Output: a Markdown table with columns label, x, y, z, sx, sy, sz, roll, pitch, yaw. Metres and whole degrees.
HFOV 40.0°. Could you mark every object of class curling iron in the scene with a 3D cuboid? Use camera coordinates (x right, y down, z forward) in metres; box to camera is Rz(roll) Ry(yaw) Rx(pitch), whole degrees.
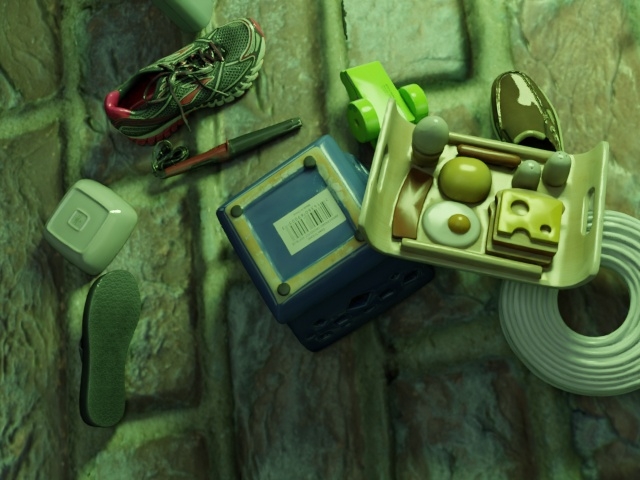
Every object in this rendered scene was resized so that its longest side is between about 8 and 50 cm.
| label | x | y | z | sx | sy | sz | roll | pitch | yaw |
| --- | --- | --- | --- | --- | --- | --- | --- | --- | --- |
| curling iron | -0.162 | -0.162 | 1.469 | 0.274 | 0.035 | 0.068 | -15 | 73 | 12 |

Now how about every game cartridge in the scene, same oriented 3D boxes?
| label | x | y | z | sx | sy | sz | roll | pitch | yaw |
| --- | --- | --- | --- | --- | --- | --- | --- | --- | --- |
| game cartridge | -0.236 | -0.520 | 1.495 | 0.062 | 0.198 | 0.297 | -5 | 75 | 23 |

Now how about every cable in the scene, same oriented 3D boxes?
| label | x | y | z | sx | sy | sz | roll | pitch | yaw |
| --- | --- | --- | --- | --- | --- | --- | --- | --- | --- |
| cable | 0.375 | 0.087 | 1.205 | 0.257 | 0.089 | 0.257 | -37 | 80 | 9 |

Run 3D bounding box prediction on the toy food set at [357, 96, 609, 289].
| label | x | y | z | sx | sy | sz | roll | pitch | yaw |
| --- | --- | --- | --- | --- | --- | --- | --- | --- | --- |
| toy food set | 0.218 | -0.072 | 1.156 | 0.306 | 0.092 | 0.220 | 12 | 59 | 5 |

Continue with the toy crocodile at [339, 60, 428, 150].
| label | x | y | z | sx | sy | sz | roll | pitch | yaw |
| --- | --- | --- | --- | --- | --- | --- | --- | --- | --- |
| toy crocodile | 0.133 | -0.139 | 1.349 | 0.115 | 0.105 | 0.340 | -24 | 67 | -21 |

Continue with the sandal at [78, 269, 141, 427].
| label | x | y | z | sx | sy | sz | roll | pitch | yaw |
| --- | --- | --- | --- | --- | --- | --- | --- | --- | --- |
| sandal | -0.353 | 0.169 | 1.413 | 0.054 | 0.097 | 0.255 | -6 | 72 | 42 |

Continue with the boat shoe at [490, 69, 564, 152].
| label | x | y | z | sx | sy | sz | roll | pitch | yaw |
| --- | --- | --- | --- | --- | --- | --- | --- | --- | --- |
| boat shoe | 0.315 | -0.147 | 1.297 | 0.095 | 0.095 | 0.257 | -20 | 72 | 10 |

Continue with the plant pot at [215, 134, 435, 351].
| label | x | y | z | sx | sy | sz | roll | pitch | yaw |
| --- | --- | --- | --- | --- | --- | --- | --- | --- | --- |
| plant pot | 0.000 | 0.000 | 1.288 | 0.236 | 0.212 | 0.236 | -33 | 69 | 6 |

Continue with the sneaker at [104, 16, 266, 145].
| label | x | y | z | sx | sy | sz | roll | pitch | yaw |
| --- | --- | --- | --- | --- | --- | --- | --- | --- | --- |
| sneaker | -0.222 | -0.270 | 1.474 | 0.299 | 0.112 | 0.121 | -37 | 69 | 4 |

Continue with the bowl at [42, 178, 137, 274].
| label | x | y | z | sx | sy | sz | roll | pitch | yaw |
| --- | --- | --- | --- | --- | --- | --- | --- | --- | --- |
| bowl | -0.399 | -0.029 | 1.494 | 0.142 | 0.053 | 0.142 | 34 | 86 | 20 |
